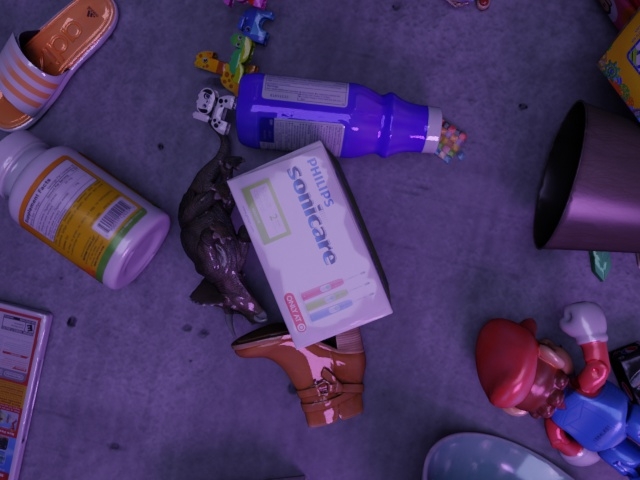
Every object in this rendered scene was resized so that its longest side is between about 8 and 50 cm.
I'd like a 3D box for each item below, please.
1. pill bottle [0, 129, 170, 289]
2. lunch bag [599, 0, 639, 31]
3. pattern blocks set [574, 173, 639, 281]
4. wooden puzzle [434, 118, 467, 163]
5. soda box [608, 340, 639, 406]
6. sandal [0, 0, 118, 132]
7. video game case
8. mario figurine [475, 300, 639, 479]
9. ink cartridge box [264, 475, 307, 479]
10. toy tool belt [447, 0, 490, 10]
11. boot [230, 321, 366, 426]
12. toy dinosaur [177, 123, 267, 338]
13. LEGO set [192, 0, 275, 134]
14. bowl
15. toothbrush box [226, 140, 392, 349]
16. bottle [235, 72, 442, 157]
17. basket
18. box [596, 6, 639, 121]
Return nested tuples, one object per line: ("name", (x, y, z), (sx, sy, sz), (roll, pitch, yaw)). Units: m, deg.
("pill bottle", (-0.355, -0.050, 0.933), (0.246, 0.136, 0.136), (35, 94, 3))
("lunch bag", (0.495, -0.442, 0.867), (0.293, 0.120, 0.258), (-30, 86, 3))
("pattern blocks set", (0.539, -0.041, 0.918), (0.325, 0.026, 0.285), (-18, 90, 5))
("wooden puzzle", (0.183, -0.148, 0.951), (0.083, 0.006, 0.049), (35, 94, 3))
("soda box", (0.473, 0.233, 0.916), (0.053, 0.060, 0.169), (-23, 90, 4))
("sandal", (-0.418, -0.280, 0.959), (0.102, 0.076, 0.265), (44, 95, 2))
("video game case", (-0.550, 0.229, 1.014), (0.204, 0.025, 0.285), (13, 93, 4))
("mario figurine", (0.366, 0.205, 0.889), (0.320, 0.170, 0.198), (33, 86, 13))
("ink cartridge box", (-0.092, 0.490, 0.950), (0.172, 0.100, 0.237), (-8, 91, 5))
("toy tool belt", (0.208, -0.360, 0.919), (0.083, 0.051, 0.052), (30, 94, 2))
("boot", (-0.026, 0.196, 0.933), (0.197, 0.073, 0.152), (-5, 98, -10))
("toy dinosaur", (-0.158, -0.023, 0.922), (0.160, 0.121, 0.313), (-34, 72, 43))
("LEGO set", (-0.139, -0.276, 0.936), (0.093, 0.087, 0.227), (19, 100, 7))
("bowl", (0.242, 0.425, 0.848), (0.312, 0.311, 0.163), (25, 115, 3))
("toothbrush box", (0.000, 0.000, 0.834), (0.122, 0.283, 0.206), (-22, 91, 4))
("bottle", (0.025, -0.170, 0.906), (0.283, 0.118, 0.092), (5, 73, -1))
("basket", (0.422, -0.061, 0.843), (0.227, 0.154, 0.204), (12, 114, 4))
("box", (0.548, -0.190, 0.744), (0.290, 0.177, 0.279), (-17, 67, -20))
